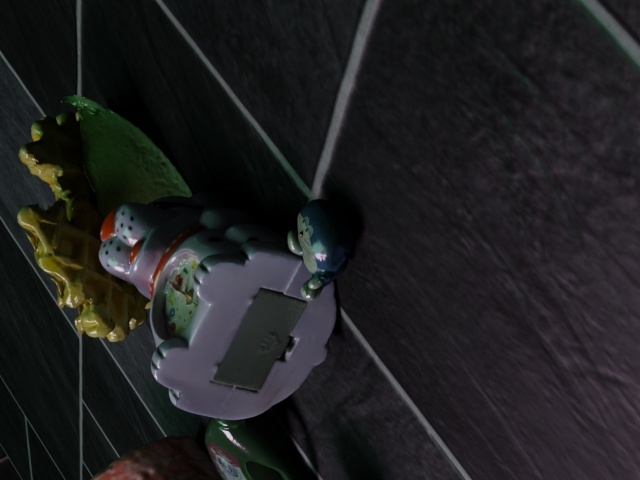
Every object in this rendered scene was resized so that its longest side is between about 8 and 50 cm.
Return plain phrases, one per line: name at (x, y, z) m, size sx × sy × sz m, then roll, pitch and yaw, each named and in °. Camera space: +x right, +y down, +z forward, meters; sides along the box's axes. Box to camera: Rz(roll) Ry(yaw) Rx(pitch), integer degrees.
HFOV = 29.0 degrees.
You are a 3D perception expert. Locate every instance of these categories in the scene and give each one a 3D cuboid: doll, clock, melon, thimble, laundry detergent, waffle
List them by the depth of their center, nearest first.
doll at (0.000, 0.000, 1.083) m, size 0.083 × 0.050 × 0.076 m, roll 99°, pitch 154°, yaw -55°
clock at (-0.117, 0.033, 1.232) m, size 0.254 × 0.188 × 0.189 m, roll 46°, pitch 153°, yaw 46°
melon at (-0.206, -0.049, 1.360) m, size 0.262 × 0.114 × 0.053 m, roll 60°, pitch 169°, yaw -7°
waffle at (-0.252, -0.024, 1.395) m, size 0.056 × 0.250 × 0.261 m, roll -20°, pitch 107°, yaw 21°
laundry detergent at (-0.078, 0.243, 1.430) m, size 0.137 × 0.063 × 0.211 m, roll 30°, pitch 153°, yaw 28°
thimble at (-0.235, 0.395, 1.745) m, size 0.162 × 0.239 × 0.239 m, roll 55°, pitch 155°, yaw 18°
